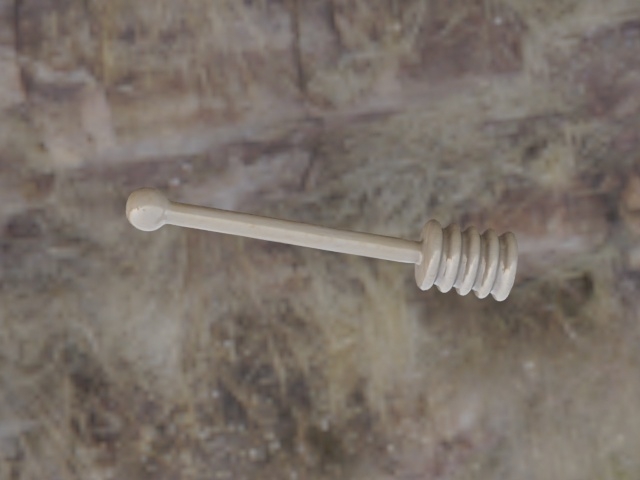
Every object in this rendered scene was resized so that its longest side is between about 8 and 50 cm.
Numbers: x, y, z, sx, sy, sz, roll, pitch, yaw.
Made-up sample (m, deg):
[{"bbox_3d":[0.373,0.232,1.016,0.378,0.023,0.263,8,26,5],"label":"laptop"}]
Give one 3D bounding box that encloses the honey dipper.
[{"bbox_3d":[0.000,0.000,0.662,0.161,0.030,0.030,8,161,-8],"label":"honey dipper"}]
